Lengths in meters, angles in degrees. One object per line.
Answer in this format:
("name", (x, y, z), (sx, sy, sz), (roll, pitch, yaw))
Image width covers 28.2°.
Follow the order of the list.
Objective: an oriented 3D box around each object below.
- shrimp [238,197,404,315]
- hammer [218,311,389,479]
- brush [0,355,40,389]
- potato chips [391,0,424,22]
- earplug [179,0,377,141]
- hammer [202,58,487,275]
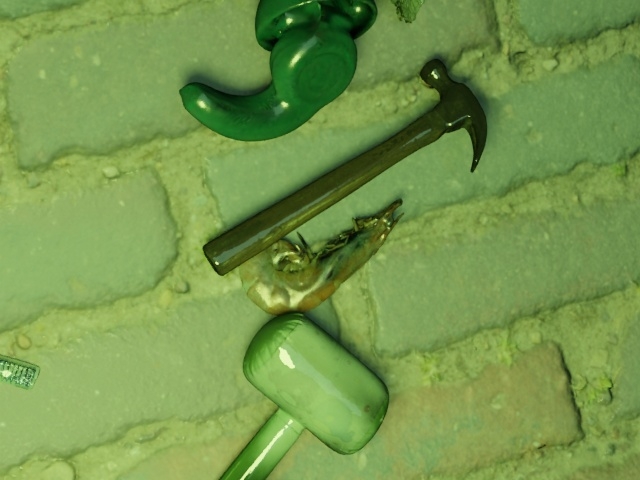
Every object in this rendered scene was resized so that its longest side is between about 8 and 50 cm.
("shrimp", (0.000, 0.000, 1.740), (0.251, 0.052, 0.144), (-35, 88, -16))
("hammer", (-0.071, 0.272, 1.680), (0.206, 0.119, 0.335), (39, 84, -8))
("brush", (-0.447, 0.153, 1.620), (0.178, 0.030, 0.033), (18, 92, -14))
("potato chips", (0.143, -0.434, 1.804), (0.167, 0.059, 0.228), (44, 72, -15))
("earplug", (-0.048, -0.280, 1.714), (0.257, 0.164, 0.280), (-10, 75, 20))
("hammer", (0.034, -0.084, 1.734), (0.440, 0.044, 0.168), (-31, 71, -13))
